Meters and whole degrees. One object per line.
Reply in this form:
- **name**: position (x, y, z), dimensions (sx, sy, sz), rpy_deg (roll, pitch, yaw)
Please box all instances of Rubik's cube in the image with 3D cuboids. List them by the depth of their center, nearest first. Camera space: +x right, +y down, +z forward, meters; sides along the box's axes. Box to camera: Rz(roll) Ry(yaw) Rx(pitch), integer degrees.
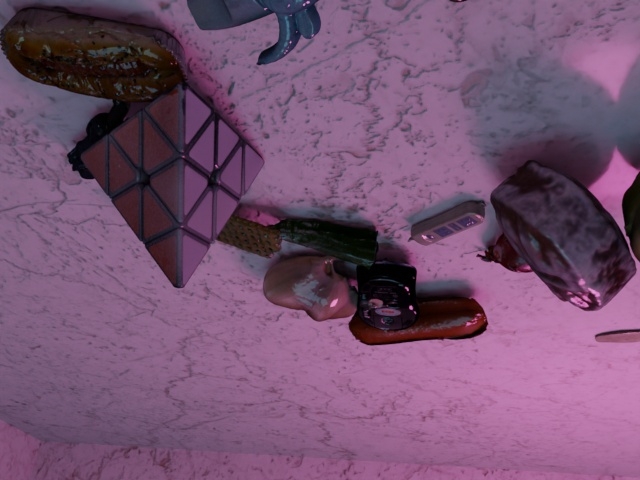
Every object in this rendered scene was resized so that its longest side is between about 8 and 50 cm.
- **Rubik's cube**: position (-0.229, -0.108, 1.191), dimensions (0.228, 0.229, 0.233), rpy_deg (-42, 113, 4)

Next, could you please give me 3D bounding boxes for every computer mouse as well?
- **computer mouse**: position (0.146, 0.106, 1.618), dimensions (0.137, 0.096, 0.233), rpy_deg (0, 142, 5)

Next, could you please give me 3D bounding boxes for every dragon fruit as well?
- **dragon fruit**: position (0.359, 0.025, 1.430), dimensions (0.094, 0.094, 0.190), rpy_deg (22, 157, -24)

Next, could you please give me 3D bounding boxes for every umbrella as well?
- **umbrella**: position (-0.368, -0.172, 1.271), dimensions (0.070, 0.071, 0.248), rpy_deg (23, 148, -25)

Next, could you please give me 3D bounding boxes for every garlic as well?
- **garlic**: position (-0.022, 0.116, 1.664), dimensions (0.217, 0.110, 0.228), rpy_deg (10, 151, 3)

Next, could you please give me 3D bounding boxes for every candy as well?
- **candy**: position (0.401, -0.010, 1.236), dimensions (0.157, 0.214, 0.289), rpy_deg (-45, 123, 1)

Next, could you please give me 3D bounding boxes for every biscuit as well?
- **biscuit**: position (-0.162, -0.014, 1.500), dimensions (0.203, 0.016, 0.144), rpy_deg (19, 154, 16)

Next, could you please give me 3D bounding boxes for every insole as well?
- **insole**: position (0.748, 0.224, 1.774), dimensions (0.191, 0.010, 0.063), rpy_deg (-12, 145, 32)

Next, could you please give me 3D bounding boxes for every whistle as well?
- **whistle**: position (-0.056, -0.323, 0.915), dimensions (0.273, 0.093, 0.186), rpy_deg (-12, 119, 35)

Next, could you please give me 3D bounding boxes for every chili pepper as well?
- **chili pepper**: position (0.000, 0.000, 1.479), dimensions (0.226, 0.088, 0.059), rpy_deg (10, 136, 0)

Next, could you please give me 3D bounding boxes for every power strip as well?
- **power strip**: position (0.235, -0.029, 1.423), dimensions (0.047, 0.030, 0.191), rpy_deg (28, 144, -31)

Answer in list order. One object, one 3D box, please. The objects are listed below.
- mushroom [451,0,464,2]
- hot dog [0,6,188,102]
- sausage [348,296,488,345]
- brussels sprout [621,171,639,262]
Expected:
- **mushroom**: position (0.098, -0.378, 0.835), dimensions (0.068, 0.043, 0.306), rpy_deg (-26, 138, 19)
- **hot dog**: position (-0.325, -0.263, 1.093), dimensions (0.267, 0.075, 0.144), rpy_deg (5, 148, -1)
- **sausage**: position (0.222, 0.181, 1.731), dimensions (0.330, 0.102, 0.102), rpy_deg (-7, 148, 24)
- **brussels sprout**: position (0.615, -0.040, 1.125), dimensions (0.273, 0.243, 0.317), rpy_deg (33, 152, 8)
